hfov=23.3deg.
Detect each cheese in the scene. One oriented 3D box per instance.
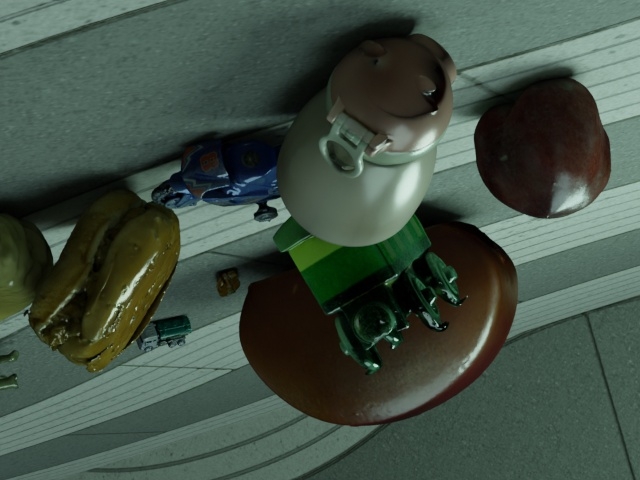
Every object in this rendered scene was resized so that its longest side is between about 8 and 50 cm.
[{"bbox_3d":[-0.396,0.045,1.652,0.226,0.117,0.214,-24,168,29],"label":"cheese"}]

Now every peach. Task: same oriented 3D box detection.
[{"bbox_3d":[0.243,-0.094,1.679,0.152,0.152,0.152,-13,167,-3],"label":"peach"}]

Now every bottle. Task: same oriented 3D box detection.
[{"bbox_3d":[0.050,-0.104,1.456,0.147,0.148,0.236,-10,158,-18],"label":"bottle"}]

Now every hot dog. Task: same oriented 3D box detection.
[{"bbox_3d":[-0.132,0.059,2.203,0.037,0.021,0.083,-33,167,-11],"label":"hot dog"}]

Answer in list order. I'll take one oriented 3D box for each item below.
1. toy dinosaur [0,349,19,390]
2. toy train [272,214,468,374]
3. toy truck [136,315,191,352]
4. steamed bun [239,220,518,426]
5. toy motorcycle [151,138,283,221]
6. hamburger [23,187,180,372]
[{"bbox_3d":[-0.519,0.198,2.248,0.162,0.077,0.294,-13,168,-2],"label":"toy dinosaur"},{"bbox_3d":[0.059,0.027,1.731,0.120,0.202,0.301,-30,-179,14],"label":"toy train"},{"bbox_3d":[-0.242,0.142,2.400,0.083,0.039,0.044,-11,150,-18],"label":"toy truck"},{"bbox_3d":[0.094,0.128,2.165,0.379,0.248,0.235,-17,177,16],"label":"steamed bun"},{"bbox_3d":[-0.073,-0.070,1.607,0.205,0.076,0.114,-9,163,-12],"label":"toy motorcycle"},{"bbox_3d":[-0.230,0.040,1.671,0.108,0.214,0.214,29,168,6],"label":"hamburger"}]
